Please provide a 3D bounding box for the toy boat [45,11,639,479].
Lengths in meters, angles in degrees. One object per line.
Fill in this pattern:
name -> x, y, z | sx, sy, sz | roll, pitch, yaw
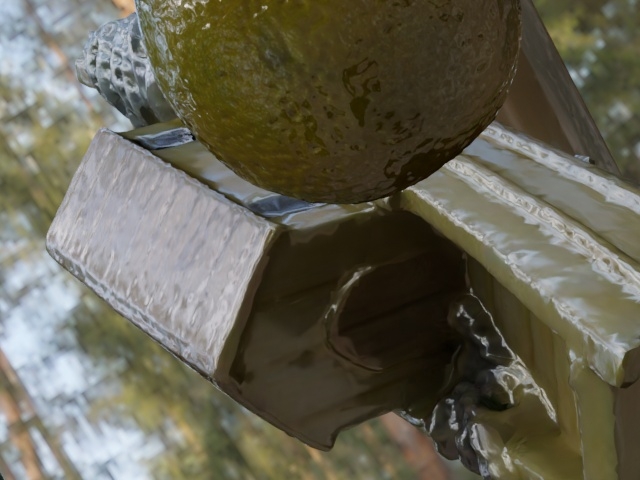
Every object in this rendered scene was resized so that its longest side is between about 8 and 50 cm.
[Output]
toy boat -> 0.000, 0.000, 0.690 | 0.162, 0.445, 0.136 | -18, -67, -25

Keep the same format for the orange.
orange -> 0.000, -0.054, 0.402 | 0.085, 0.085, 0.095 | -38, -56, 4

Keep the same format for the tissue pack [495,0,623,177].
tissue pack -> 0.049, -0.103, 1.324 | 0.238, 0.306, 0.238 | -27, 5, 2

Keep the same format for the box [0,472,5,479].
box -> -0.266, 0.169, 1.060 | 0.153, 0.092, 0.245 | -29, 6, -15
